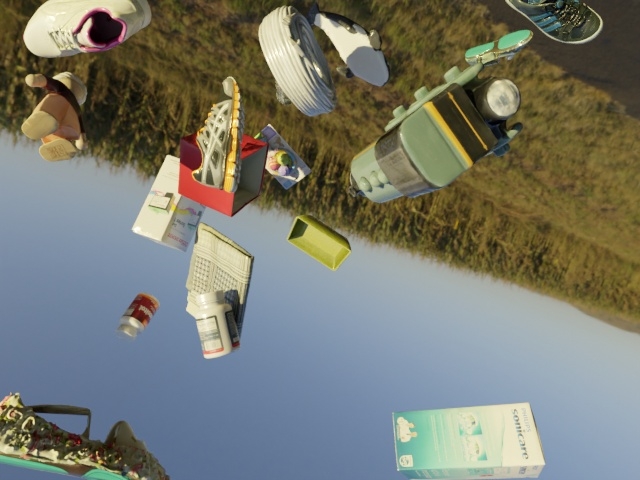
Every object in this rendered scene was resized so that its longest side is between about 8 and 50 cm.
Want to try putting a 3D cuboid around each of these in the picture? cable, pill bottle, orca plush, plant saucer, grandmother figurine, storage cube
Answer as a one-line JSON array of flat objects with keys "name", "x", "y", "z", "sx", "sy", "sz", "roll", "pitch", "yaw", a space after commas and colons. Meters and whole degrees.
[{"name": "cable", "x": -0.045, "y": -0.416, "z": 1.031, "sx": 0.257, "sy": 0.089, "sz": 0.257, "roll": 56, "pitch": -158, "yaw": -36}, {"name": "pill bottle", "x": -0.302, "y": 0.239, "z": 1.263, "sx": 0.108, "sy": 0.180, "sz": 0.108, "roll": -13, "pitch": 177, "yaw": -1}, {"name": "orca plush", "x": 0.089, "y": -0.561, "z": 1.252, "sx": 0.287, "sy": 0.151, "sz": 0.102, "roll": 28, "pitch": -140, "yaw": 0}, {"name": "plant saucer", "x": 0.000, "y": 0.000, "z": 1.330, "sx": 0.188, "sy": 0.045, "sz": 0.188, "roll": 33, "pitch": 154, "yaw": 1}, {"name": "grandmother figurine", "x": -0.644, "y": -0.325, "z": 1.093, "sx": 0.104, "sy": 0.207, "sz": 0.342, "roll": -13, "pitch": -136, "yaw": -11}, {"name": "pill bottle", "x": -0.612, "y": 0.256, "z": 1.456, "sx": 0.086, "sy": 0.086, "sz": 0.152, "roll": 18, "pitch": -133, "yaw": 3}, {"name": "storage cube", "x": -0.292, "y": -0.218, "z": 1.315, "sx": 0.193, "sy": 0.214, "sz": 0.183, "roll": 23, "pitch": -145, "yaw": 12}]

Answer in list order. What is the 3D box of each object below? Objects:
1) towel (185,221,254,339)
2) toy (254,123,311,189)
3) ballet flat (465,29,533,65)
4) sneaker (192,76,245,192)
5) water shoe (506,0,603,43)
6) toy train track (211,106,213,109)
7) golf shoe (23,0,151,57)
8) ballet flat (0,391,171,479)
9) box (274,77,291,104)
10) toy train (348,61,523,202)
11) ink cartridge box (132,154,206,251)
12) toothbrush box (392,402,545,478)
[{"name": "towel", "x": -0.338, "y": 0.134, "z": 1.395, "sx": 0.056, "sy": 0.312, "sz": 0.324, "roll": -4, "pitch": -157, "yaw": -44}, {"name": "toy", "x": -0.165, "y": -0.304, "z": 1.651, "sx": 0.237, "sy": 0.137, "sz": 0.056, "roll": 48, "pitch": -151, "yaw": -18}, {"name": "ballet flat", "x": 0.505, "y": -0.532, "z": 1.224, "sx": 0.070, "sy": 0.070, "sz": 0.188, "roll": 13, "pitch": 174, "yaw": -43}, {"name": "sneaker", "x": -0.186, "y": -0.198, "z": 0.806, "sx": 0.083, "sy": 0.214, "sz": 0.084, "roll": 5, "pitch": 174, "yaw": -1}, {"name": "water shoe", "x": 0.439, "y": -0.442, "z": 0.833, "sx": 0.203, "sy": 0.073, "sz": 0.080, "roll": 34, "pitch": -155, "yaw": 11}, {"name": "toy train track", "x": -0.444, "y": -0.570, "z": 1.921, "sx": 0.083, "sy": 0.048, "sz": 0.014, "roll": 10, "pitch": -127, "yaw": -48}, {"name": "golf shoe", "x": -0.528, "y": -0.464, "z": 0.952, "sx": 0.306, "sy": 0.140, "sz": 0.115, "roll": -13, "pitch": 137, "yaw": 13}, {"name": "ballet flat", "x": -0.279, "y": 0.246, "z": 0.524, "sx": 0.241, "sy": 0.077, "sz": 0.091, "roll": 31, "pitch": 136, "yaw": -24}, {"name": "box", "x": -0.095, "y": -0.384, "z": 1.078, "sx": 0.018, "sy": 0.083, "sz": 0.067, "roll": -16, "pitch": -146, "yaw": -17}, {"name": "toy train", "x": 0.150, "y": -0.144, "z": 0.673, "sx": 0.142, "sy": 0.190, "sz": 0.334, "roll": 55, "pitch": 168, "yaw": -8}, {"name": "ink cartridge box", "x": -0.492, "y": -0.118, "z": 1.495, "sx": 0.117, "sy": 0.278, "sz": 0.201, "roll": 20, "pitch": 170, "yaw": 11}, {"name": "toothbrush box", "x": 0.333, "y": 0.468, "z": 0.997, "sx": 0.296, "sy": 0.126, "sz": 0.216, "roll": -11, "pitch": 143, "yaw": 14}]
